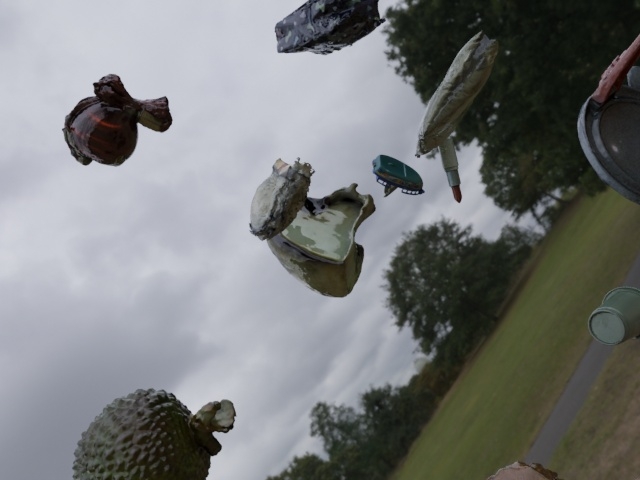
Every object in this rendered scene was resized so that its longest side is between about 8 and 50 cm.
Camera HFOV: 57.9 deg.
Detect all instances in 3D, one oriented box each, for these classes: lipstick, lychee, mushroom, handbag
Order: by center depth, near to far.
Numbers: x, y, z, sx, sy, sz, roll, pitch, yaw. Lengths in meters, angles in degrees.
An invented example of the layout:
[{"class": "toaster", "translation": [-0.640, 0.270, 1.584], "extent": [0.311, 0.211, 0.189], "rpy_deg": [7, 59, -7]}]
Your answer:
[{"class": "lipstick", "translation": [0.256, -0.135, 1.130], "extent": [0.030, 0.030, 0.129], "rpy_deg": [-51, -53, -77]}, {"class": "lychee", "translation": [-0.355, 0.449, 1.221], "extent": [0.270, 0.320, 0.269], "rpy_deg": [-6, -90, -71]}, {"class": "handbag", "translation": [0.017, -0.484, 1.297], "extent": [0.162, 0.260, 0.113], "rpy_deg": [-10, -89, -38]}, {"class": "mushroom", "translation": [-0.009, 0.003, 1.321], "extent": [0.211, 0.218, 0.291], "rpy_deg": [82, -158, -46]}]

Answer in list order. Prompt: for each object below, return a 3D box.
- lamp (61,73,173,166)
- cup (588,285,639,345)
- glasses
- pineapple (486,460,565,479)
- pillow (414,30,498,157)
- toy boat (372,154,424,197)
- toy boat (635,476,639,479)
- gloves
[{"class": "lamp", "translation": [-0.479, -0.259, 1.351], "extent": [0.223, 0.215, 0.151], "rpy_deg": [-50, 30, 27]}, {"class": "cup", "translation": [0.642, 0.170, 1.235], "extent": [0.141, 0.120, 0.120], "rpy_deg": [-19, -38, -40]}, {"class": "glasses", "translation": [0.290, -0.076, 0.302], "extent": [0.118, 0.234, 0.268], "rpy_deg": [-36, -17, -20]}, {"class": "pineapple", "translation": [0.496, 0.623, 1.229], "extent": [0.357, 0.223, 0.222], "rpy_deg": [38, -94, -33]}, {"class": "pillow", "translation": [0.183, -0.189, 0.809], "extent": [0.148, 0.050, 0.230], "rpy_deg": [-49, -8, 6]}, {"class": "toy boat", "translation": [0.197, -0.152, 1.523], "extent": [0.110, 0.175, 0.091], "rpy_deg": [-49, 30, 43]}, {"class": "toy boat", "translation": [0.471, 0.362, 0.752], "extent": [0.068, 0.226, 0.087], "rpy_deg": [-19, 54, 54]}, {"class": "gloves", "translation": [-0.069, -0.068, 1.015], "extent": [0.070, 0.114, 0.153], "rpy_deg": [36, -101, -33]}]
